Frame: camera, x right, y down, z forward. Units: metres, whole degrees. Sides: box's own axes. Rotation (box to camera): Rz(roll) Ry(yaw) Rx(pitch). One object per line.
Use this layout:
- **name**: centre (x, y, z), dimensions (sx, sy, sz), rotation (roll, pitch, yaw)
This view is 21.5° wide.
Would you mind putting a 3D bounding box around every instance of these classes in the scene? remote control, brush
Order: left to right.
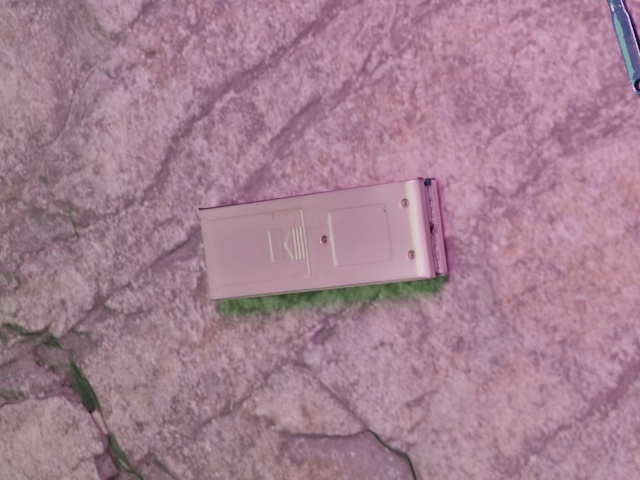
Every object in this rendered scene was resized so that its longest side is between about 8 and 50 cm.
- **remote control**: centre (0.000, 0.000, 1.766), dimensions (0.277, 0.055, 0.103), rotation (-7, 91, 33)
- **brush**: centre (0.280, -0.214, 1.580), dimensions (0.051, 0.014, 0.164), rotation (-20, 84, 35)
